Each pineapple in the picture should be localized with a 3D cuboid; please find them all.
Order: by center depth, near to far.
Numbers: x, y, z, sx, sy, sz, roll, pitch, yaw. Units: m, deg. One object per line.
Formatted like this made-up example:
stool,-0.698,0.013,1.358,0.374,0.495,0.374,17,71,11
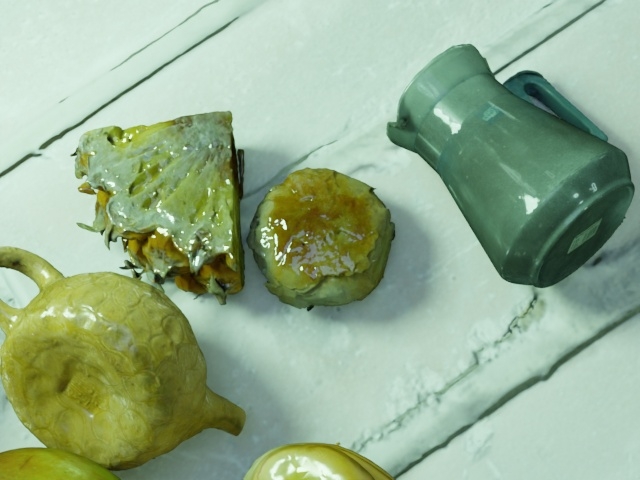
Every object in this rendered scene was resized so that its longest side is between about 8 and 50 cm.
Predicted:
pineapple,-0.148,-0.049,1.708,0.186,0.114,0.236,-42,77,-15

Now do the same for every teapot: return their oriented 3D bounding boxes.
teapot,-0.210,0.106,1.654,0.311,0.167,0.203,36,126,1
teapot,0.197,-0.084,1.664,0.203,0.171,0.225,-29,64,-34

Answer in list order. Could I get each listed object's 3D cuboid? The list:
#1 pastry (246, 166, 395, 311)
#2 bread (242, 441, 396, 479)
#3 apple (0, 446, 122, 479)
pastry,0.001,-0.003,1.695,0.153,0.081,0.153,-3,74,10
bread,-0.006,0.342,1.523,0.211,0.270,0.315,21,81,-5
apple,-0.263,0.314,1.573,0.207,0.237,0.237,21,79,3
